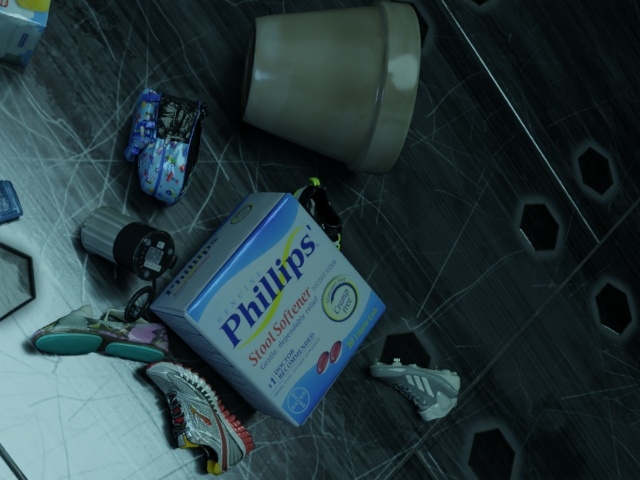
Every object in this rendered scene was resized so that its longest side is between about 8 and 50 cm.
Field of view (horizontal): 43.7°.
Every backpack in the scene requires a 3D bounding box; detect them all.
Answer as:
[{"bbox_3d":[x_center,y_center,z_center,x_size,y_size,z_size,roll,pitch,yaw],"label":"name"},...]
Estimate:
[{"bbox_3d":[-0.267,-0.150,1.351,0.116,0.158,0.174,12,82,-19],"label":"backpack"}]

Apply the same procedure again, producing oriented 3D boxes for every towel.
[{"bbox_3d":[-0.529,-0.053,1.236,0.119,0.029,0.067,-20,86,-33],"label":"towel"}]

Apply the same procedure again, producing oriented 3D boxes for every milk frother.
[{"bbox_3d":[-0.316,0.039,1.282,0.143,0.134,0.129,-55,144,-18],"label":"milk frother"}]

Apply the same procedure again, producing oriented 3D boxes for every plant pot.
[{"bbox_3d":[0.002,-0.294,1.484,0.280,0.323,0.324,5,73,-12],"label":"plant pot"}]

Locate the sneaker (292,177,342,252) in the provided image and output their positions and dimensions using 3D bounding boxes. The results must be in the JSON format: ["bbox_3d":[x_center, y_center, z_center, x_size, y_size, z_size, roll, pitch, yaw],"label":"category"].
[{"bbox_3d":[0.000,0.000,1.491,0.084,0.097,0.235,-13,83,-32],"label":"sneaker"}]

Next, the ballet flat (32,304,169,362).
[{"bbox_3d":[-0.346,0.144,1.269,0.221,0.077,0.079,12,52,-32],"label":"ballet flat"}]

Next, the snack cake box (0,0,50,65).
[{"bbox_3d":[-0.488,-0.441,1.299,0.089,0.152,0.265,12,71,-28],"label":"snack cake box"}]

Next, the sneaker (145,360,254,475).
[{"bbox_3d":[-0.205,0.286,1.295,0.225,0.088,0.093,51,59,-8],"label":"sneaker"}]

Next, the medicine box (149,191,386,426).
[{"bbox_3d":[-0.081,0.110,1.329,0.289,0.149,0.263,50,66,-25],"label":"medicine box"}]

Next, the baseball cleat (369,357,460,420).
[{"bbox_3d":[0.185,0.289,1.534,0.205,0.072,0.110,11,77,-24],"label":"baseball cleat"}]
